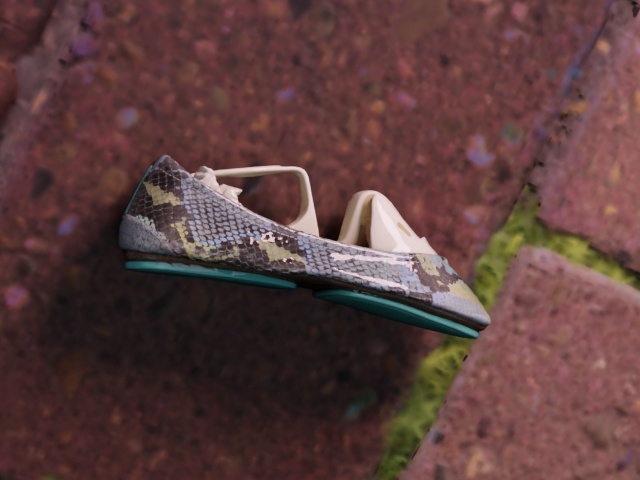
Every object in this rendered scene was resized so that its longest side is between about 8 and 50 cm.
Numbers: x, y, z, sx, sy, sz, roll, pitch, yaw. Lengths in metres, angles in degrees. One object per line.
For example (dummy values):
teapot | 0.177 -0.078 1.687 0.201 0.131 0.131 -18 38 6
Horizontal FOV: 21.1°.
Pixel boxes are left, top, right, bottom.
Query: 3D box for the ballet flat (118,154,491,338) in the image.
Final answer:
ballet flat | 0.000 0.000 0.811 0.188 0.070 0.070 13 100 -22
